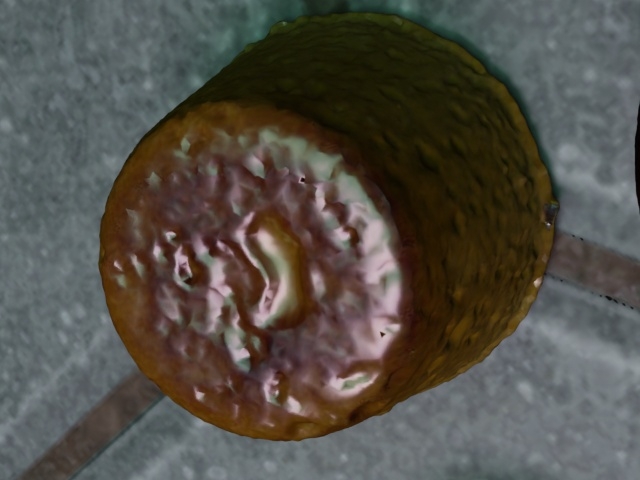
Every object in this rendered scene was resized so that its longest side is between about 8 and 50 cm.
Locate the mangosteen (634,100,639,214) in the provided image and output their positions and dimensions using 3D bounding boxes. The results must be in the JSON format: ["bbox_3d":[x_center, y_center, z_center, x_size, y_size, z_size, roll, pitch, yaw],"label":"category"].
[{"bbox_3d":[0.220,-0.015,0.384,0.236,0.261,0.235,10,123,16],"label":"mangosteen"}]

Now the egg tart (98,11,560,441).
[{"bbox_3d":[0.000,0.000,0.539,0.203,0.147,0.202,5,106,18],"label":"egg tart"}]
